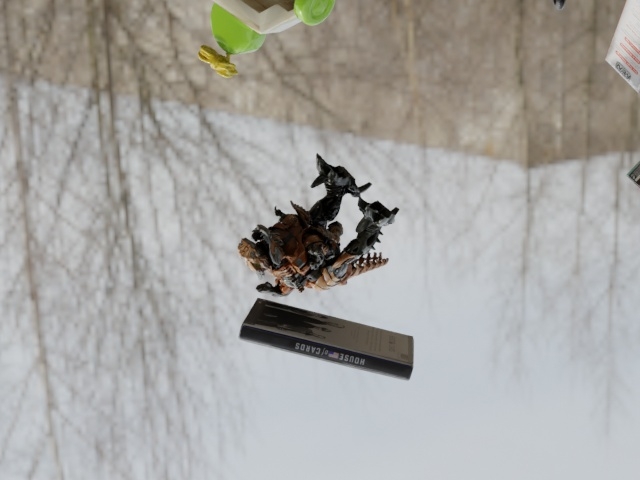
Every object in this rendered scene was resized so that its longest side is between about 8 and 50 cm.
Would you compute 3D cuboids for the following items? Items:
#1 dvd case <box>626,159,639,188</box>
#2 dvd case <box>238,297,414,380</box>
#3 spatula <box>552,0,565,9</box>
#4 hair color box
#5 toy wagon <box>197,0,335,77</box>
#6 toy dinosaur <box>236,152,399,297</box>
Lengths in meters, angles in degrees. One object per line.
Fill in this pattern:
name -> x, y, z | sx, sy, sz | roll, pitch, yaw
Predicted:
dvd case -> 0.531, -0.089, 2.047 | 0.119, 0.087, 0.013 | 42, -179, -10
dvd case -> 0.013, 0.136, 1.902 | 0.238, 0.030, 0.179 | 14, -171, 2
spatula -> 0.357, -0.415, 2.145 | 0.030, 0.084, 0.296 | 3, -156, -5
hair color box -> 0.420, -0.265, 1.745 | 0.043, 0.141, 0.072 | -27, -117, -22
toy wagon -> -0.078, -0.370, 1.702 | 0.068, 0.344, 0.267 | -16, -136, -43
toy dinosaur -> 0.000, 0.000, 2.112 | 0.164, 0.218, 0.322 | 37, -165, 13
